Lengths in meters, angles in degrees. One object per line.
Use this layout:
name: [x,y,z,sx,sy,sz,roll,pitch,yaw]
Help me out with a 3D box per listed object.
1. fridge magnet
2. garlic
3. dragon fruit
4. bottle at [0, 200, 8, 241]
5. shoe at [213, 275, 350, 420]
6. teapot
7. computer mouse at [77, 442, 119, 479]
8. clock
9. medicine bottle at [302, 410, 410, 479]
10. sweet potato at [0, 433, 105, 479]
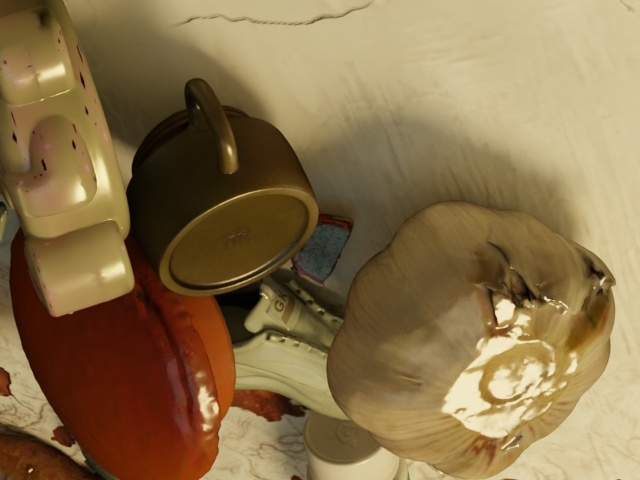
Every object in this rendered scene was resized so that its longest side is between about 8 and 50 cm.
fridge magnet: [-0.231,0.119,1.520,0.363,0.155,0.363,29,134,36]
garlic: [0.164,0.108,1.426,0.322,0.241,0.322,5,120,8]
dragon fruit: [0.000,0.000,1.485,0.056,0.060,0.083,23,111,-1]
bottle: [-0.499,-0.060,1.414,0.351,0.229,0.229,16,138,4]
shoe: [-0.035,0.109,1.564,0.316,0.124,0.159,5,136,14]
teapot: [-0.116,-0.068,1.360,0.185,0.175,0.268,-22,151,-17]
computer mouse: [-0.280,0.290,1.853,0.113,0.068,0.229,-4,135,16]
clock: [-0.274,-0.114,1.281,0.114,0.284,0.309,-18,129,-12]
medicine bottle: [0.052,0.319,1.753,0.139,0.139,0.237,1,137,12]
sweet potato: [-0.397,0.371,1.928,0.336,0.131,0.131,30,135,-17]
